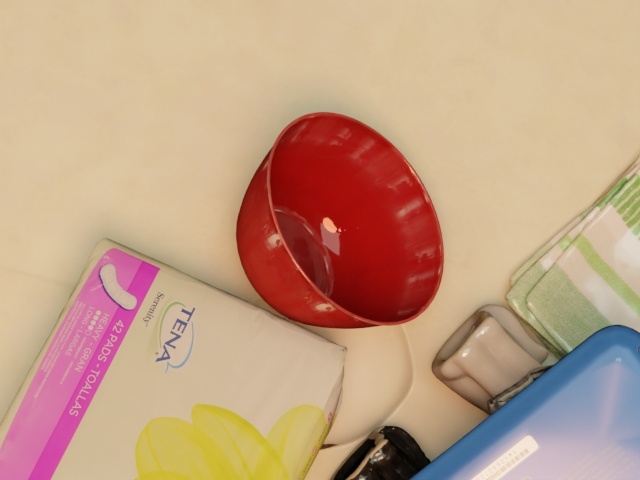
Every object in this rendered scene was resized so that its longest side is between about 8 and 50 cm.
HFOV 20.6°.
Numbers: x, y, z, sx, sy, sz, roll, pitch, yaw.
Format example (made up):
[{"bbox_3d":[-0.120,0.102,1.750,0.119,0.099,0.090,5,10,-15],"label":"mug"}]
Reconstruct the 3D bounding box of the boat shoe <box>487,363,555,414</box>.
[{"bbox_3d":[0.220,0.123,1.351,0.183,0.065,0.083,-24,96,-13],"label":"boat shoe"}]

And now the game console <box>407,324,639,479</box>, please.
[{"bbox_3d":[0.190,0.246,1.329,0.293,0.173,0.250,-38,81,0],"label":"game console"}]

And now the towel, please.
[{"bbox_3d":[0.344,0.017,1.470,0.248,0.038,0.325,44,79,4],"label":"towel"}]

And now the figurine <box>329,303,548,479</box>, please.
[{"bbox_3d":[0.150,0.190,1.404,0.209,0.092,0.215,42,78,-4],"label":"figurine"}]

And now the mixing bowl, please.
[{"bbox_3d":[0.000,0.000,1.398,0.181,0.098,0.181,23,52,-33],"label":"mixing bowl"}]

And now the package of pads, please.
[{"bbox_3d":[-0.129,0.171,1.346,0.229,0.101,0.296,25,67,0],"label":"package of pads"}]
